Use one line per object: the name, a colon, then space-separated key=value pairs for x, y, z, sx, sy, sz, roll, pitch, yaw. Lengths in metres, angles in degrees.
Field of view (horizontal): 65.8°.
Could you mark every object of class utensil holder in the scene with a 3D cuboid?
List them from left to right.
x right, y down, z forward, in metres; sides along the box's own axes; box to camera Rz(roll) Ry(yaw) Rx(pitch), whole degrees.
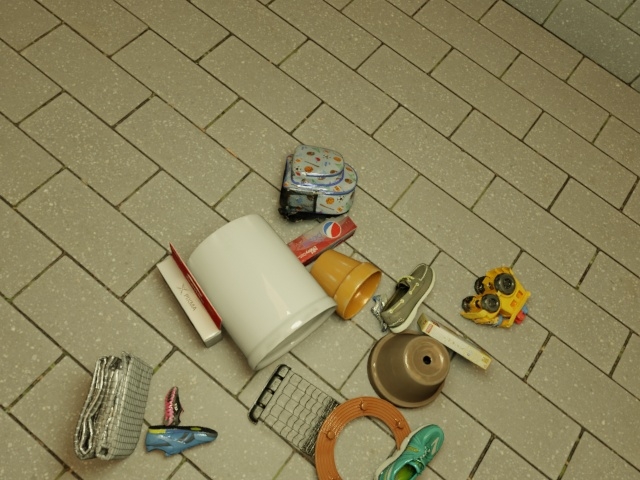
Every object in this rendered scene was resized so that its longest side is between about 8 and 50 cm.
utensil holder: x=-0.187 y=0.154 z=1.555 sx=0.328 sy=0.327 sz=0.385 roll=-33 pitch=75 yaw=-20

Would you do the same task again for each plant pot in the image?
plant pot: x=0.073 y=0.133 z=1.685 sx=0.188 sy=0.205 sz=0.205 roll=36 pitch=66 yaw=23
plant pot: x=0.302 y=0.398 z=1.587 sx=0.263 sy=0.229 sz=0.262 roll=3 pitch=67 yaw=-7

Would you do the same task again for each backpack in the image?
backpack: x=-0.001 y=-0.209 z=1.755 sx=0.264 sy=0.213 sz=0.276 roll=11 pitch=45 yaw=-7

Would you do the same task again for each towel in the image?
towel: x=-0.589 y=0.471 z=1.409 sx=0.122 sy=0.235 sz=0.283 roll=4 pitch=68 yaw=-1

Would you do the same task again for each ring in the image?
ring: x=0.146 y=0.657 z=1.528 sx=0.337 sy=0.032 sz=0.336 roll=6 pitch=73 yaw=-19

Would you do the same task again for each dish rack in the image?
dish rack: x=-0.067 y=0.539 z=1.557 sx=0.272 sy=0.074 sz=0.208 roll=33 pitch=68 yaw=3

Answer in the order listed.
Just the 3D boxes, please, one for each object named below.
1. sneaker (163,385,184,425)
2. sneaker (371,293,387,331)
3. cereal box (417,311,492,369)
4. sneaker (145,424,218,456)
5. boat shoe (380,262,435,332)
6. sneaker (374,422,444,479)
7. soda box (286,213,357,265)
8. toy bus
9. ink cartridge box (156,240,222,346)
sneaker: x=-0.447 y=0.511 z=1.523 sx=0.057 sy=0.047 sz=0.119 roll=25 pitch=49 yaw=-37
sneaker: x=0.207 y=0.254 z=1.731 sx=0.058 sy=0.052 sz=0.135 roll=-2 pitch=61 yaw=0
cereal box: x=0.445 y=0.335 z=1.667 sx=0.240 sy=0.173 sz=0.047 roll=32 pitch=94 yaw=3
sneaker: x=-0.415 y=0.600 z=1.479 sx=0.210 sy=0.069 sz=0.082 roll=4 pitch=80 yaw=-8
boat shoe: x=0.304 y=0.178 z=1.713 sx=0.091 sy=0.109 sz=0.305 roll=48 pitch=55 yaw=-15
sneaker: x=0.288 y=0.671 z=1.498 sx=0.275 sy=0.110 sz=0.107 roll=-36 pitch=91 yaw=-27
soda box: x=0.000 y=0.000 z=1.774 sx=0.263 sy=0.083 sz=0.092 roll=-32 pitch=76 yaw=-19
toy bus: x=0.643 y=0.237 z=1.767 sx=0.211 sy=0.149 sz=0.220 roll=45 pitch=70 yaw=-8
ink cartridge box: x=-0.409 y=0.177 z=1.539 sx=0.066 sy=0.261 sz=0.296 roll=-32 pitch=76 yaw=-20
